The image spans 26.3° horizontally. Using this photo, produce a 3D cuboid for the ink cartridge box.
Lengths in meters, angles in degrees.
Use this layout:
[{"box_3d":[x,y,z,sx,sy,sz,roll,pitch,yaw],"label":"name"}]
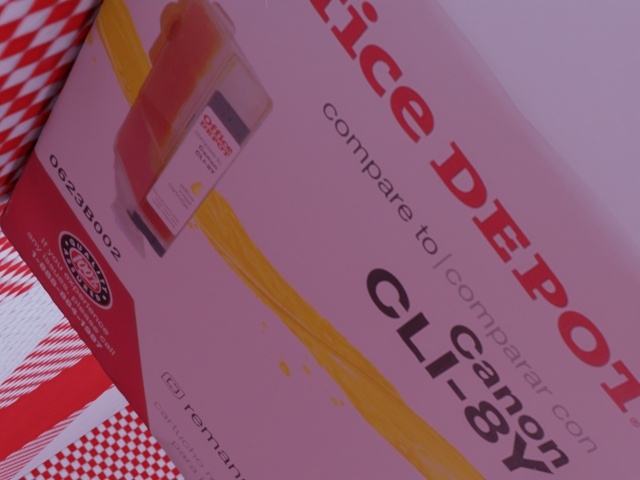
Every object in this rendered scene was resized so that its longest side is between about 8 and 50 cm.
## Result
[{"box_3d":[0.033,-0.012,0.594,0.160,0.279,0.385,-33,174,-32],"label":"ink cartridge box"}]
